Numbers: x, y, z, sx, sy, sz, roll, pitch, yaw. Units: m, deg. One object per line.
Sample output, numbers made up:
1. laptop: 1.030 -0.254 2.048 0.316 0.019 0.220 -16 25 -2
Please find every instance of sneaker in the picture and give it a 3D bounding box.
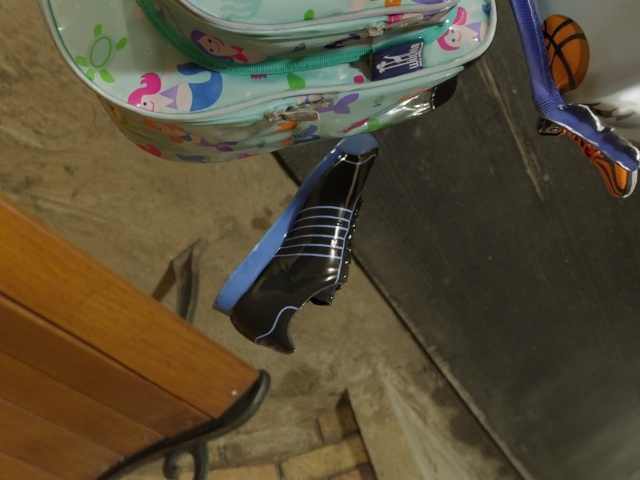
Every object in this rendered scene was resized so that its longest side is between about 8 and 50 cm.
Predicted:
1. sneaker: 0.609 -0.239 1.512 0.180 0.321 0.124 -10 162 -3
2. sneaker: 0.000 0.000 0.619 0.090 0.081 0.232 37 79 2

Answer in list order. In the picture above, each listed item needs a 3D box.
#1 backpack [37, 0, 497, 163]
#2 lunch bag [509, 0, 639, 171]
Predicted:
1. backpack: -0.039 -0.167 0.386 0.253 0.191 0.225 -15 84 0
2. lunch bag: 0.260 -0.289 0.396 0.328 0.385 0.239 -21 159 36
